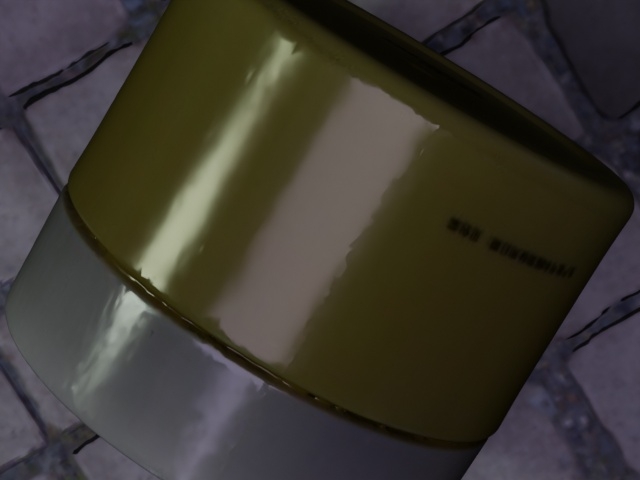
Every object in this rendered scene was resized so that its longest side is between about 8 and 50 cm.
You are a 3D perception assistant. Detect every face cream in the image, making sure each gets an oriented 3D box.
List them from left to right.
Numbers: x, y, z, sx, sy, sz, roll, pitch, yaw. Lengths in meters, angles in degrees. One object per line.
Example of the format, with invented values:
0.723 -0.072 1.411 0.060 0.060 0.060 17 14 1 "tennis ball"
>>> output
0.000 0.000 0.658 0.218 0.218 0.179 31 102 -1 "face cream"
